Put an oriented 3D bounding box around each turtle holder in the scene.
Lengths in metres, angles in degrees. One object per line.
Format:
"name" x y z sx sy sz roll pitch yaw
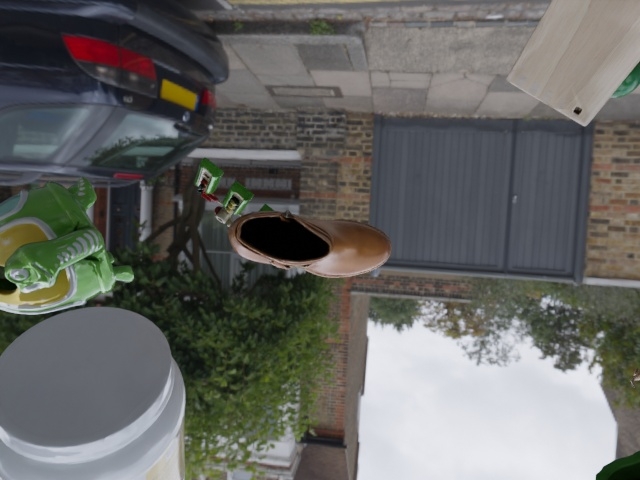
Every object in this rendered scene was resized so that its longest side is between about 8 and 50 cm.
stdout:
"turtle holder" -0.492 0.037 0.838 0.227 0.243 0.320 -29 -134 -31

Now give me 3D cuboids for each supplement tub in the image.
"supplement tub" -0.319 0.282 0.666 0.241 0.331 0.241 9 -142 -7

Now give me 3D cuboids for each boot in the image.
"boot" 0.000 0.000 0.715 0.283 0.109 0.220 12 176 -9

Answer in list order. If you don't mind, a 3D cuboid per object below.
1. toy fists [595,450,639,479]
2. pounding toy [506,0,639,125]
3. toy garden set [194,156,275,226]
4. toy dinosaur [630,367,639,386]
"toy fists" 0.414 0.252 0.459 0.279 0.142 0.096 -26 -154 12
"pounding toy" 0.279 -0.225 0.378 0.094 0.206 0.181 39 -128 17
"toy garden set" -0.158 -0.038 0.923 0.244 0.049 0.204 38 159 -10
"toy dinosaur" 0.699 0.274 0.958 0.211 0.064 0.112 -12 141 -8
